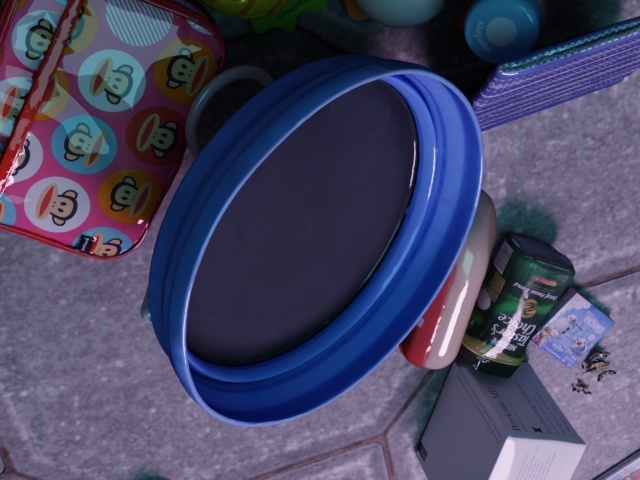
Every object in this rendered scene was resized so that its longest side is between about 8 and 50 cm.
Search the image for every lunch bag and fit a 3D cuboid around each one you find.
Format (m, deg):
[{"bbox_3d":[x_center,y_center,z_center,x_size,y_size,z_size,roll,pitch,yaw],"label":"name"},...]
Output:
[{"bbox_3d":[-0.257,-0.144,1.135,0.258,0.120,0.293,20,109,-22],"label":"lunch bag"}]

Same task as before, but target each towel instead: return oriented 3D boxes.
[{"bbox_3d":[0.254,-0.180,1.163,0.243,0.336,0.040,-21,87,-5],"label":"towel"}]

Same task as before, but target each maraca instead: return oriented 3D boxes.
[{"bbox_3d":[-0.063,-0.269,1.128,0.127,0.099,0.185,-28,147,23],"label":"maraca"}]

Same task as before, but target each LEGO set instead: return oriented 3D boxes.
[{"bbox_3d":[0.380,0.180,1.572,0.054,0.023,0.083,30,121,-27],"label":"LEGO set"}]

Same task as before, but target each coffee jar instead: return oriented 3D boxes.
[{"bbox_3d":[0.241,0.089,1.438,0.096,0.079,0.184,16,114,-24],"label":"coffee jar"}]

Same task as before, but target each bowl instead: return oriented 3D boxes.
[{"bbox_3d":[0.000,0.000,1.095,0.391,0.077,0.391,-30,139,-31],"label":"bowl"}]

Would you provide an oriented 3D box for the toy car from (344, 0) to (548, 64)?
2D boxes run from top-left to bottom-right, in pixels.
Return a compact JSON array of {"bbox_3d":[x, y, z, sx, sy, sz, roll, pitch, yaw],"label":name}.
[{"bbox_3d":[0.107,-0.296,1.134,0.238,0.219,0.210,-1,123,18],"label":"toy car"}]

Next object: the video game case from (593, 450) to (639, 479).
[{"bbox_3d":[0.497,0.367,1.716,0.166,0.015,0.119,-35,123,5],"label":"video game case"}]

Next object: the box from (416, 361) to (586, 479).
[{"bbox_3d":[0.232,0.278,1.485,0.119,0.181,0.182,8,117,-21],"label":"box"}]

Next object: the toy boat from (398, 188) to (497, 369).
[{"bbox_3d":[0.120,0.031,1.351,0.151,0.151,0.231,18,116,7],"label":"toy boat"}]

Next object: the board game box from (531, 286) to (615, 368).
[{"bbox_3d":[0.338,0.119,1.520,0.090,0.020,0.090,34,104,-30],"label":"board game box"}]

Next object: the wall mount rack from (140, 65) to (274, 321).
[{"bbox_3d":[-0.062,-0.001,1.189,0.304,0.130,0.350,-41,144,-11],"label":"wall mount rack"}]
